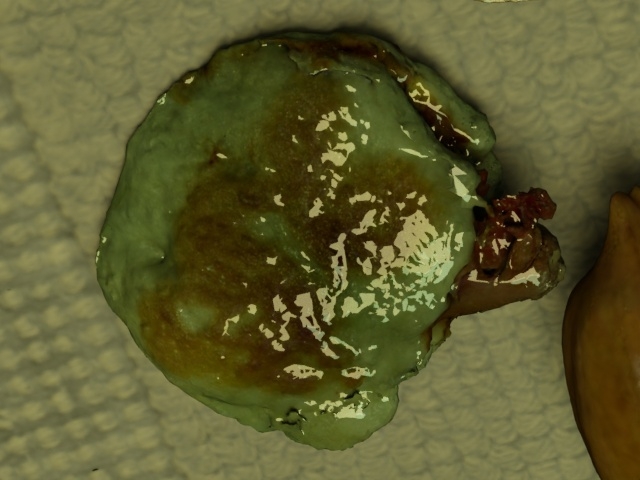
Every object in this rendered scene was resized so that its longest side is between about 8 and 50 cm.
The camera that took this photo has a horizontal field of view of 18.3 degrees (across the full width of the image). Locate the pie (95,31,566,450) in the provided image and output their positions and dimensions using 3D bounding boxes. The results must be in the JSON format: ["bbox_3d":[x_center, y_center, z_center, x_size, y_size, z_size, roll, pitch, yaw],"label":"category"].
[{"bbox_3d":[-0.008,-0.005,1.282,0.274,0.105,0.257,-41,97,17],"label":"pie"}]

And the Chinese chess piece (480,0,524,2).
[{"bbox_3d":[0.109,-0.263,1.127,0.257,0.104,0.257,0,118,0],"label":"Chinese chess piece"}]

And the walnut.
[{"bbox_3d":[0.265,0.109,1.286,0.209,0.209,0.336,-27,105,13],"label":"walnut"}]
